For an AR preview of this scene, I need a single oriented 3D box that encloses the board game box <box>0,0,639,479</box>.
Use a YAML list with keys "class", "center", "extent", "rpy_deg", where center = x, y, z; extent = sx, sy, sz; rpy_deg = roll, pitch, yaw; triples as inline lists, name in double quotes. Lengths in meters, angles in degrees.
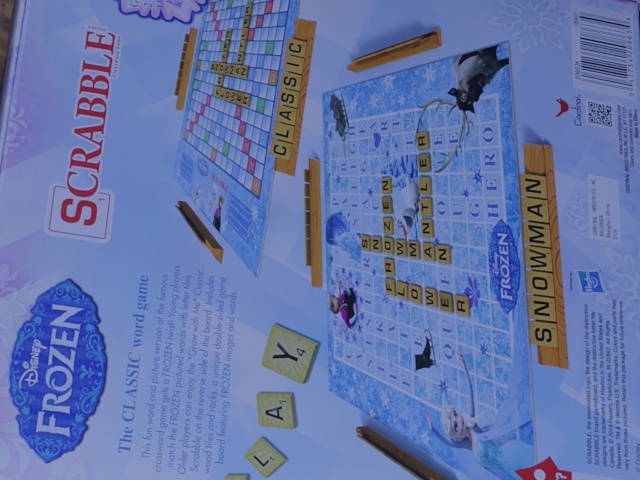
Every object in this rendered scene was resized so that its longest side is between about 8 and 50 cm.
- class: "board game box"
  center: [0.000, 0.000, 0.881]
  extent: [0.318, 0.319, 0.066]
  rpy_deg: [10, 150, -11]
